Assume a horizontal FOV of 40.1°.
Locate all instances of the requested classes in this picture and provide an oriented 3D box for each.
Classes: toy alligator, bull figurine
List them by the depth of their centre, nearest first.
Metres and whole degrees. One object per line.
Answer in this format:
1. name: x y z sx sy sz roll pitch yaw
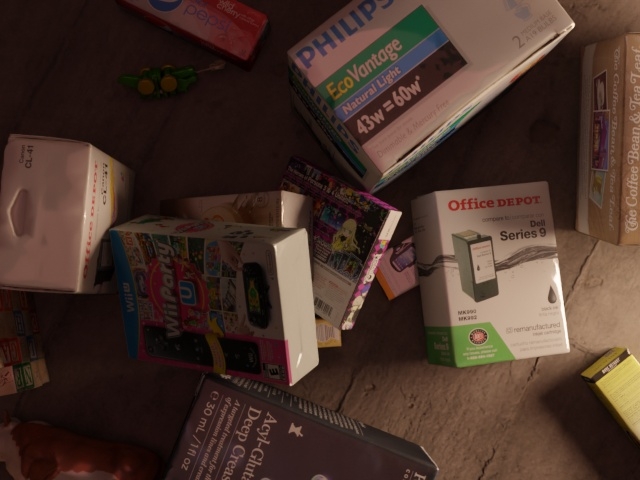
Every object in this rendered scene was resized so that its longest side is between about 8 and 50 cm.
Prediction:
1. bull figurine: -0.412 0.382 1.430 0.310 0.101 0.188 10 42 -7
2. toy alligator: -0.255 -0.275 1.526 0.189 0.056 0.051 -8 129 -3

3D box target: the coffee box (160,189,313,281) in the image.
1. coffee box: -0.139 -0.001 1.431 0.246 0.098 0.141 -3 85 31

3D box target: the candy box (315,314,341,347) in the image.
1. candy box: -0.061 0.156 1.473 0.186 0.109 0.053 -6 88 -2

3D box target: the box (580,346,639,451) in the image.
1. box: 0.556 0.299 1.503 0.087 0.058 0.232 -39 88 -3

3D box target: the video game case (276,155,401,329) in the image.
1. video game case: 0.000 0.000 1.430 0.232 0.041 0.210 31 106 37

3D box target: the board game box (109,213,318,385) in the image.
1. board game box: -0.163 0.086 1.337 0.303 0.097 0.224 5 110 30

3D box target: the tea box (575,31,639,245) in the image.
1. tea box: 0.605 -0.164 1.425 0.323 0.220 0.329 0 97 -2

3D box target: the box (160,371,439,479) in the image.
1. box: -0.054 0.412 1.408 0.395 0.212 0.294 21 86 -1

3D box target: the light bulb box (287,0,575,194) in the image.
1. light bulb box: 0.150 -0.267 1.376 0.358 0.361 0.225 -38 88 -2

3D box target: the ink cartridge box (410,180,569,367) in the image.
1. ink cartridge box: 0.279 0.055 1.463 0.211 0.121 0.289 -6 87 -13

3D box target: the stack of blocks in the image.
1. stack of blocks: -0.522 0.161 1.370 0.087 0.297 0.171 -11 86 -2

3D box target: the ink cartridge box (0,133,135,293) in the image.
1. ink cartridge box: -0.391 -0.027 1.378 0.131 0.306 0.226 4 87 -1

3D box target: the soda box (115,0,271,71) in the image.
1. soda box: -0.222 -0.394 1.515 0.263 0.083 0.092 26 86 1

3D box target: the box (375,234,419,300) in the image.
1. box: 0.158 0.038 1.526 0.136 0.028 0.081 -28 88 -5
